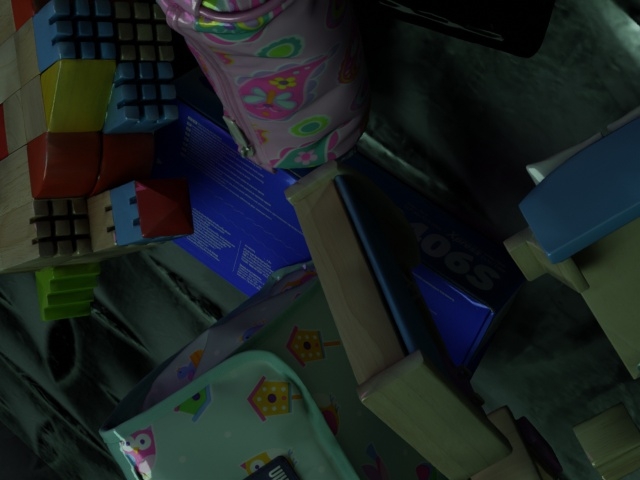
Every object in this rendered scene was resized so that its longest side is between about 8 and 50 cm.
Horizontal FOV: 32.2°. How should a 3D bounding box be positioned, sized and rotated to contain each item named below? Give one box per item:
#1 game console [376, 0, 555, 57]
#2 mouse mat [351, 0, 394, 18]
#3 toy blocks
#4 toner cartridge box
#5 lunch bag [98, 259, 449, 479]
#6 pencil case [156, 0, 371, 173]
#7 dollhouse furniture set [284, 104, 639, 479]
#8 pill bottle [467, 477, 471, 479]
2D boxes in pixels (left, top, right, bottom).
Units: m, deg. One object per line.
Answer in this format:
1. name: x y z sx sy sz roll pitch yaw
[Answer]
1. game console: 0.178 -0.158 0.573 0.361 0.044 0.213 20 152 10
2. mouse mat: -0.041 -0.221 0.773 0.152 0.007 0.190 26 172 44
3. toy blocks: -0.219 -0.129 0.965 0.261 0.191 0.381 -14 83 55
4. toner cartridge box: 0.000 0.000 0.987 0.348 0.075 0.165 35 134 15
5. lunch bag: -0.025 0.162 0.874 0.160 0.262 0.223 -20 104 46
6. pencil case: -0.035 -0.138 0.764 0.124 0.124 0.284 36 171 15
7. dollhouse furniture set: 0.180 0.012 0.771 0.286 0.303 0.198 46 -163 -44
8. pill bottle: 0.150 0.333 1.195 0.117 0.117 0.215 6 132 46
